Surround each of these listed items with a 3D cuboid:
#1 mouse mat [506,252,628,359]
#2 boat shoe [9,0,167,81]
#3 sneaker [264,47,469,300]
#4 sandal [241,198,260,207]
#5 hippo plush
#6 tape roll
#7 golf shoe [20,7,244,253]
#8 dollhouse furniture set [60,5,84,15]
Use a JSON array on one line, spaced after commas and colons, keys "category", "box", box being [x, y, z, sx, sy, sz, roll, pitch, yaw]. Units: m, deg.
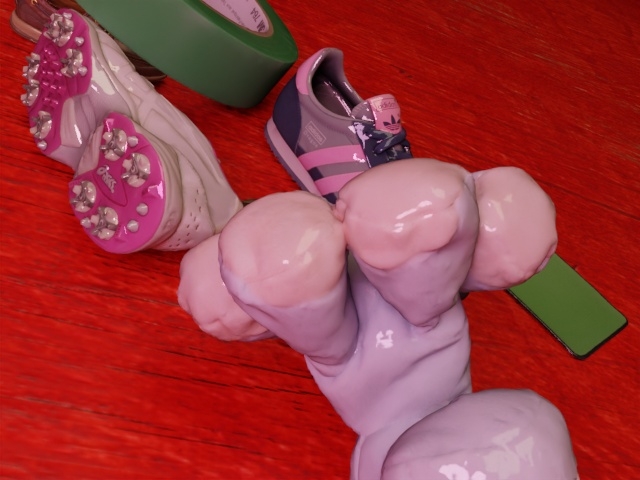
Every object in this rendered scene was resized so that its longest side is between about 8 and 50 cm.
[{"category": "mouse mat", "box": [0.272, 0.052, 0.844, 0.153, 0.007, 0.189, -16, 55, -45]}, {"category": "boat shoe", "box": [-0.251, -0.231, 0.778, 0.178, 0.060, 0.064, 21, 36, -12]}, {"category": "sneaker", "box": [0.060, -0.077, 0.745, 0.112, 0.131, 0.319, -17, 56, -46]}, {"category": "sandal", "box": [0.000, 0.000, 0.677, 0.180, 0.049, 0.072, 19, 11, 7]}, {"category": "hippo plush", "box": [0.035, 0.104, 0.472, 0.234, 0.294, 0.236, -4, 72, -24]}, {"category": "tape roll", "box": [-0.169, -0.291, 0.809, 0.321, 0.077, 0.321, 37, 24, -19]}, {"category": "golf shoe", "box": [-0.178, -0.098, 0.649, 0.140, 0.115, 0.306, 13, 37, -50]}, {"category": "dollhouse furniture set", "box": [-0.307, -0.288, 0.853, 0.081, 0.091, 0.114, 47, 27, -69]}]
